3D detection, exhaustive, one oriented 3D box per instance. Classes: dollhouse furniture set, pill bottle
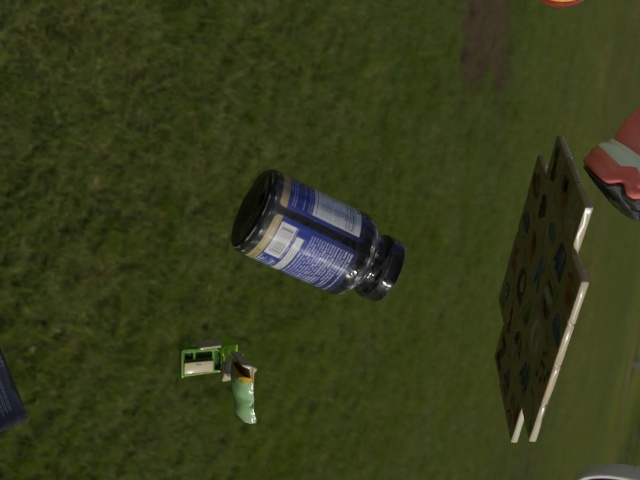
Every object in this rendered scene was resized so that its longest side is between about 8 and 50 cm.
[{"bbox_3d":[-0.129,0.167,1.262,0.152,0.058,0.076,-146,-124,-64],"label":"dollhouse furniture set"},{"bbox_3d":[0.000,0.000,1.388,0.123,0.219,0.123,-52,-157,32],"label":"pill bottle"}]

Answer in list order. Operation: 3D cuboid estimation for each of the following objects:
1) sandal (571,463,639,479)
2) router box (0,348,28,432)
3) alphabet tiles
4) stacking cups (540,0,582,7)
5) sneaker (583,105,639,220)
[{"bbox_3d":[0.430,0.355,1.018,0.102,0.416,0.169,-45,147,-35],"label":"sandal"},{"bbox_3d":[-0.434,0.079,1.012,0.243,0.081,0.309,-19,86,-78],"label":"router box"},{"bbox_3d":[0.263,0.062,1.238,0.285,0.011,0.342,-87,-175,-58],"label":"alphabet tiles"},{"bbox_3d":[0.204,-0.234,0.839,0.316,0.096,0.096,-16,115,-76],"label":"stacking cups"},{"bbox_3d":[0.362,-0.028,0.802,0.136,0.314,0.116,-53,149,4],"label":"sneaker"}]
